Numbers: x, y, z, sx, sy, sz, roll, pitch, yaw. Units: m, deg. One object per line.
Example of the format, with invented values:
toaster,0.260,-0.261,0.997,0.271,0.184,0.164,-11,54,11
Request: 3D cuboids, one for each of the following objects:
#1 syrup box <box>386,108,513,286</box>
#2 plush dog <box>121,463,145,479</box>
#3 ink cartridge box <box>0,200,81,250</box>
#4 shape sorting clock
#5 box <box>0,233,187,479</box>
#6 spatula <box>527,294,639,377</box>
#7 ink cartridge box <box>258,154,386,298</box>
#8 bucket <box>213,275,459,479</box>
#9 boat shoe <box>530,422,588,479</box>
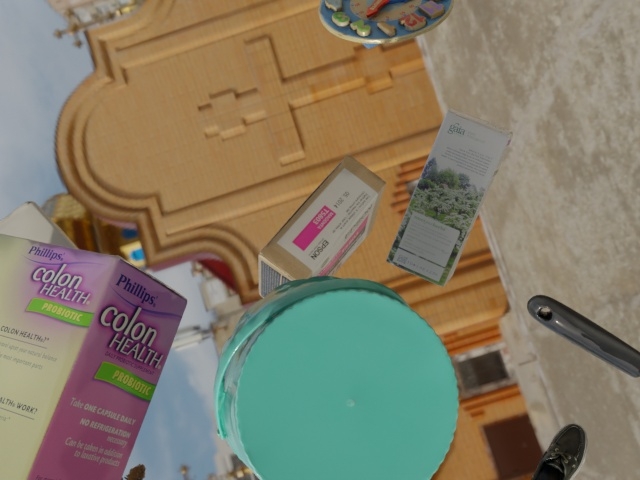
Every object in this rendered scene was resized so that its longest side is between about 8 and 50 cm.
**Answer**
syrup box,0.186,-0.063,1.100,0.236,0.093,0.096,-69,-13,13
plush dog,-0.399,0.467,1.226,0.262,0.225,0.210,50,-156,-10
ink cartridge box,-0.334,0.071,0.976,0.201,0.117,0.278,50,166,-8
shape sorting clock,0.099,-0.364,1.162,0.040,0.206,0.206,81,174,-51
box,-0.273,0.128,0.687,0.117,0.214,0.242,45,-122,-58
spatula,0.322,0.140,0.717,0.296,0.084,0.030,35,-145,9
ink cartridge box,0.000,0.000,1.284,0.088,0.234,0.193,37,160,11
bucket,0.014,0.171,0.875,0.183,0.281,0.281,162,90,-79
boat shoe,0.311,0.299,1.003,0.049,0.142,0.040,24,155,29
